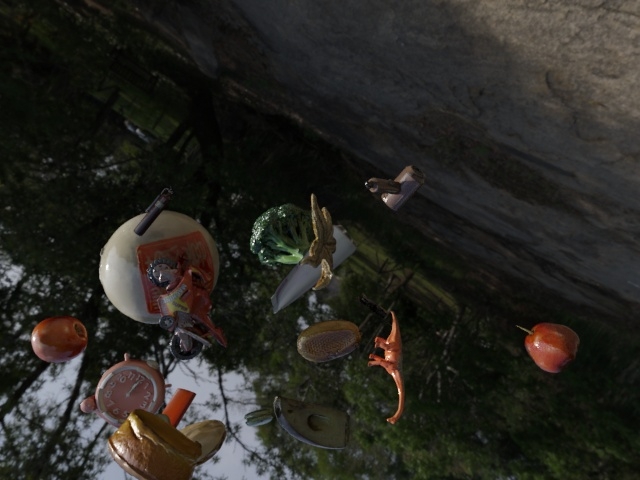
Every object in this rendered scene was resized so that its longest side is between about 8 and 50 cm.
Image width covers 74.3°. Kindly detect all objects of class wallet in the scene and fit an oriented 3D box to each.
[{"bbox_3d":[-0.719,0.844,2.105,0.143,0.204,0.045,-4,132,34],"label":"wallet"}]

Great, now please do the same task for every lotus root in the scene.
[{"bbox_3d":[-0.035,0.685,1.586,0.314,0.141,0.210,15,157,1],"label":"lotus root"}]

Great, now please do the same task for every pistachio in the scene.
[{"bbox_3d":[-0.485,0.802,1.678,0.157,0.230,0.157,52,153,39],"label":"pistachio"}]

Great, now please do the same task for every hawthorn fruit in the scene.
[{"bbox_3d":[0.586,0.264,1.075,0.140,0.125,0.125,55,180,-10],"label":"hawthorn fruit"}]

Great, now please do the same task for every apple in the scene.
[{"bbox_3d":[-0.858,0.325,1.401,0.163,0.139,0.163,163,90,-80],"label":"apple"}]

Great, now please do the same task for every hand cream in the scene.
[{"bbox_3d":[-0.036,0.098,1.441,0.118,0.359,0.185,48,178,-15],"label":"hand cream"}]

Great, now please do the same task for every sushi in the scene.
[{"bbox_3d":[0.195,0.238,1.535,0.201,0.031,0.139,39,180,-23],"label":"sushi"}]

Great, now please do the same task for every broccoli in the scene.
[{"bbox_3d":[-0.148,-0.015,1.786,0.275,0.307,0.308,29,-178,22],"label":"broccoli"}]

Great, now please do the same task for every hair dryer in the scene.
[{"bbox_3d":[0.175,-0.135,1.051,0.182,0.117,0.064,-2,-130,-46],"label":"hair dryer"}]

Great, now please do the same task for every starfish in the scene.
[{"bbox_3d":[0.000,0.000,1.056,0.062,0.235,0.277,-4,-173,18],"label":"starfish"}]

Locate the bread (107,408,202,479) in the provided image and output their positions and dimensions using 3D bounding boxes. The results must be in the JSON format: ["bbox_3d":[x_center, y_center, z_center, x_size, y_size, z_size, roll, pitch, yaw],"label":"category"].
[{"bbox_3d":[-0.463,0.589,1.179,0.270,0.142,0.195,23,163,25],"label":"bread"}]

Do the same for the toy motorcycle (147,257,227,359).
[{"bbox_3d":[-0.370,0.181,1.180,0.089,0.171,0.297,-15,92,67],"label":"toy motorcycle"}]

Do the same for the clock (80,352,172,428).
[{"bbox_3d":[-0.657,0.527,1.483,0.227,0.241,0.142,36,171,-3],"label":"clock"}]

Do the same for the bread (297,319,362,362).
[{"bbox_3d":[0.026,0.286,1.216,0.077,0.190,0.114,58,-162,-84],"label":"bread"}]

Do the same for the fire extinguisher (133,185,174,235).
[{"bbox_3d":[-0.479,-0.090,1.222,0.035,0.173,0.049,39,-177,-29],"label":"fire extinguisher"}]

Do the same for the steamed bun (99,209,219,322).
[{"bbox_3d":[-0.493,0.086,1.360,0.375,0.374,0.242,30,160,-37],"label":"steamed bun"}]

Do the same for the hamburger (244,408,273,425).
[{"bbox_3d":[-0.229,0.635,1.510,0.084,0.054,0.121,4,156,-31],"label":"hamburger"}]

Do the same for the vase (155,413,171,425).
[{"bbox_3d":[-0.702,0.864,1.770,0.128,0.128,0.247,30,-138,-40],"label":"vase"}]

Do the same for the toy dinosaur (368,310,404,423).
[{"bbox_3d":[0.173,0.313,1.080,0.102,0.279,0.055,7,160,12],"label":"toy dinosaur"}]
